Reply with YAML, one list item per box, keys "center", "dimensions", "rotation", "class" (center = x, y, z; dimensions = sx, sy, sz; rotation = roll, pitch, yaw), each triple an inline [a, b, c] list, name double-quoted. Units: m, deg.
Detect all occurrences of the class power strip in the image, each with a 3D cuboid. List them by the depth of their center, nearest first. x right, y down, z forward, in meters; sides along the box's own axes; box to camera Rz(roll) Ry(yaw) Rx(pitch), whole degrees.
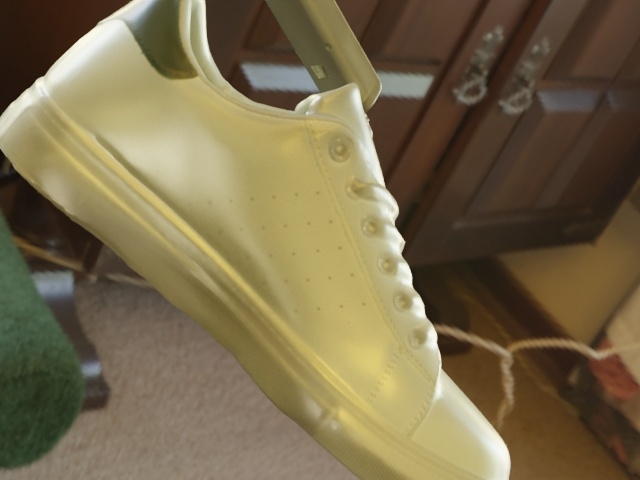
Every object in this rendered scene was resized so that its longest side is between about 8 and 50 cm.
- center: [-0.016, -0.188, 0.958]
  dimensions: [0.027, 0.060, 0.252]
  rotation: [-42, 112, -25]
  class: "power strip"

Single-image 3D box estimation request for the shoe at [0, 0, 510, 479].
- center: [0.000, 0.000, 0.682]
  dimensions: [0.363, 0.160, 0.132]
  rotation: [42, 7, -2]
  class: "shoe"
